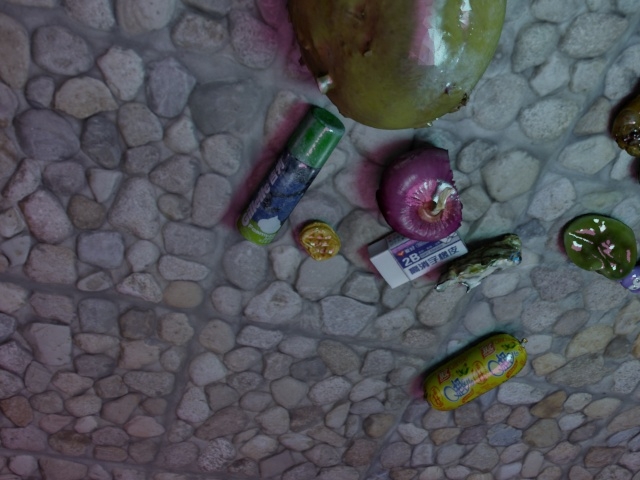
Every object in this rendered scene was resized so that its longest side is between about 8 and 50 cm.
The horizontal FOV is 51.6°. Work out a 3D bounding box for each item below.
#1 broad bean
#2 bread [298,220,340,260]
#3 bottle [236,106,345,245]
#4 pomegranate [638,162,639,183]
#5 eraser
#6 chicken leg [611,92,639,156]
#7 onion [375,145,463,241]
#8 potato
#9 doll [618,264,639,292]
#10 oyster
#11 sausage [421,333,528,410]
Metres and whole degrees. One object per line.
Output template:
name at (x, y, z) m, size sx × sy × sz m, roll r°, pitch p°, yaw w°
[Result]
broad bean at (0.696, 0.016, 1.631) m, size 0.207 × 0.072 × 0.153 m, roll 38°, pitch 102°, yaw -25°
bread at (0.000, 0.000, 1.576) m, size 0.083 × 0.044 × 0.110 m, roll -30°, pitch 124°, yaw 12°
bottle at (-0.068, -0.135, 1.442) m, size 0.093 × 0.093 × 0.330 m, roll 25°, pitch 120°, yaw -21°
pomegranate at (0.769, -0.161, 1.472) m, size 0.122 × 0.122 × 0.161 m, roll -32°, pitch 146°, yaw 17°
eraser at (0.234, 0.021, 1.596) m, size 0.210 × 0.068 × 0.124 m, roll -28°, pitch 127°, yaw 15°
chicken leg at (0.701, -0.297, 1.407) m, size 0.107 × 0.087 × 0.251 m, roll -5°, pitch 122°, yaw -27°
onion at (0.214, -0.096, 1.452) m, size 0.201 × 0.200 × 0.207 m, roll -21°, pitch 146°, yaw 10°
potato at (0.135, -0.397, 1.141) m, size 0.386 × 0.319 × 0.442 m, roll -7°, pitch 123°, yaw -1°
doll at (0.852, 0.089, 1.705) m, size 0.206 × 0.067 × 0.110 m, roll -7°, pitch 136°, yaw -13°
oyster at (0.377, 0.062, 1.600) m, size 0.214 × 0.083 × 0.223 m, roll -33°, pitch 164°, yaw 26°
sausage at (0.425, 0.366, 1.828) m, size 0.347 × 0.123 × 0.123 m, roll -37°, pitch 121°, yaw 21°
